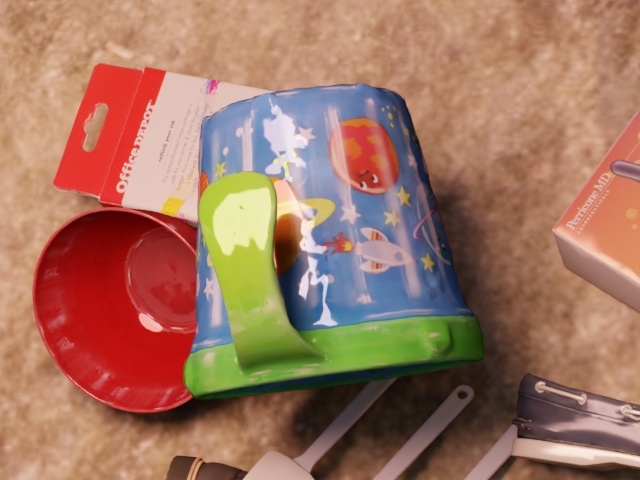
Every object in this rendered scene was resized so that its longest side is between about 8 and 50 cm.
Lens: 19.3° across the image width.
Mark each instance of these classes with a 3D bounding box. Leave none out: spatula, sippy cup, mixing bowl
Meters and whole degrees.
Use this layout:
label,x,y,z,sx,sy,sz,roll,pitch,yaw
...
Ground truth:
label,x,y,z,sx,sy,sz,roll,pitch,yaw
spatula,0.050,0.192,1.541,0.168,0.019,0.242,35,68,23
sippy cup,0.000,0.000,1.475,0.240,0.305,0.224,-5,82,-16
mixing bowl,-0.146,0.047,1.614,0.181,0.098,0.181,7,108,20

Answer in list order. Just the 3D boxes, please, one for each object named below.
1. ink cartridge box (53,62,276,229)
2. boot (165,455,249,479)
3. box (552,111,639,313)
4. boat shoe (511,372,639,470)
label,x,y,z,sx,sy,sz,roll,pitch,yaw
ink cartridge box,-0.106,-0.070,1.675,0.231,0.078,0.134,12,73,18
boot,-0.071,0.279,1.543,0.137,0.077,0.198,5,73,11
box,0.298,-0.001,1.540,0.170,0.091,0.130,33,81,22
boat shoe,0.278,0.149,1.492,0.254,0.095,0.079,3,82,25
